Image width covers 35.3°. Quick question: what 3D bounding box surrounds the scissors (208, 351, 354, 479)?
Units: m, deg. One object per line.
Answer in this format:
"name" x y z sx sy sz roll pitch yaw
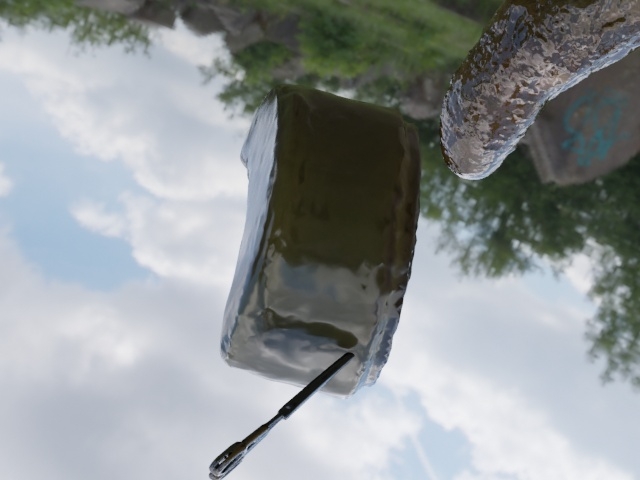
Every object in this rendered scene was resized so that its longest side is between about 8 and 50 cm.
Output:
"scissors" -0.042 0.200 1.164 0.017 0.220 0.088 45 158 15

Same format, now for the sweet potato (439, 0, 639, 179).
"sweet potato" 0.186 -0.158 0.804 0.114 0.341 0.092 20 -127 -23

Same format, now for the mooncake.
"mooncake" 0.000 0.000 1.358 0.246 0.394 0.393 11 -174 -8
